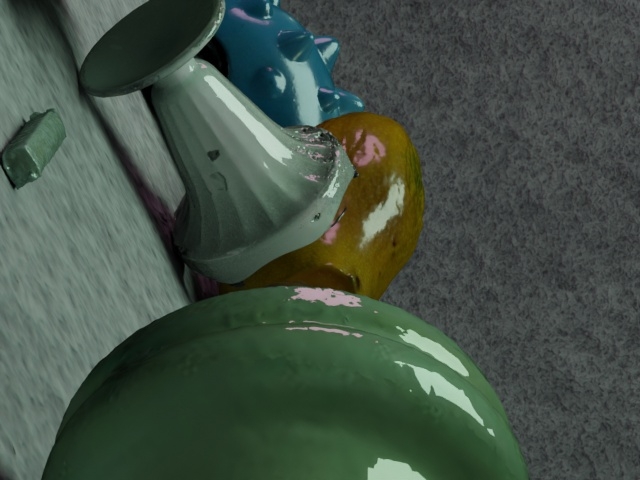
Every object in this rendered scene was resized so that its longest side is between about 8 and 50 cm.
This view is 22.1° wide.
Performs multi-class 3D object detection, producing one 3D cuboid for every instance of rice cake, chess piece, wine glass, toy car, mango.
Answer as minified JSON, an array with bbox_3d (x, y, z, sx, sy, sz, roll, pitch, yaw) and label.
[{"bbox_3d":[-0.164,-0.055,0.944,0.121,0.022,0.022,-93,163,-74],"label":"rice cake"},{"bbox_3d":[-0.011,0.173,0.558,0.299,0.195,0.194,-93,160,-54],"label":"chess piece"},{"bbox_3d":[-0.086,-0.084,1.284,0.196,0.165,0.165,53,10,-32],"label":"wine glass"},{"bbox_3d":[-0.057,-0.130,1.628,0.188,0.190,0.255,17,50,-86],"label":"toy car"},{"bbox_3d":[-0.003,0.003,1.418,0.144,0.187,0.359,46,36,-13],"label":"mango"}]

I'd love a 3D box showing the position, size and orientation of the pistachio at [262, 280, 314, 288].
[{"bbox_3d":[-0.001,0.137,1.065,0.260,0.163,0.212,-152,-107,-65],"label":"pistachio"}]
